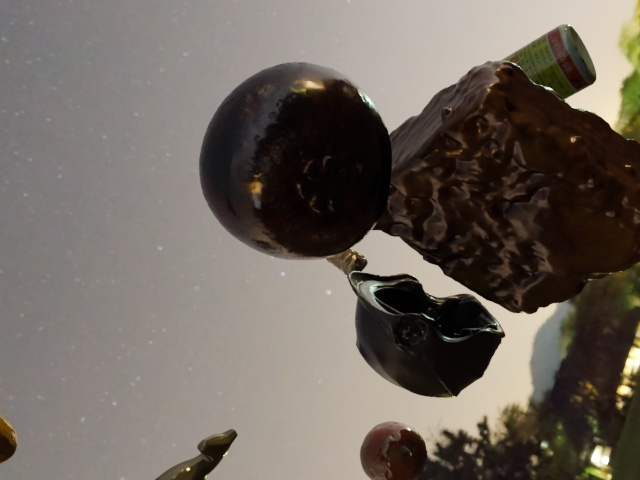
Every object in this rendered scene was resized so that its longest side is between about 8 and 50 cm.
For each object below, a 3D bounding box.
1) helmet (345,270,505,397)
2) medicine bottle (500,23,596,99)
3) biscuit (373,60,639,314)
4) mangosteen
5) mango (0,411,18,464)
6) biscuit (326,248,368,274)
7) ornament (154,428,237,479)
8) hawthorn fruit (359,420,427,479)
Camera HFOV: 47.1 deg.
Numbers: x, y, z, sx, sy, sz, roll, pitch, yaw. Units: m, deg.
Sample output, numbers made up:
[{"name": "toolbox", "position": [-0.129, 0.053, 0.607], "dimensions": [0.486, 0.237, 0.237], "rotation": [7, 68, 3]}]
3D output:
[{"name": "helmet", "position": [0.171, 0.178, 1.337], "dimensions": [0.225, 0.305, 0.177], "rotation": [-67, -8, -72]}, {"name": "medicine bottle", "position": [0.444, -0.336, 1.529], "dimensions": [0.139, 0.225, 0.139], "rotation": [33, -138, -37]}, {"name": "biscuit", "position": [0.285, -0.071, 1.108], "dimensions": [0.342, 0.395, 0.166], "rotation": [-39, 28, 45]}, {"name": "mangosteen", "position": [-0.034, -0.100, 0.899], "dimensions": [0.261, 0.235, 0.235], "rotation": [-136, 57, -65]}, {"name": "mango", "position": [-0.431, 0.206, 0.839], "dimensions": [0.190, 0.098, 0.075], "rotation": [40, -127, -36]}, {"name": "biscuit", "position": [0.000, 0.000, 1.569], "dimensions": [0.061, 0.219, 0.055], "rotation": [-46, -16, -29]}, {"name": "ornament", "position": [-0.262, 0.469, 1.402], "dimensions": [0.245, 0.061, 0.230], "rotation": [-30, -32, -30]}, {"name": "hawthorn fruit", "position": [0.169, 0.447, 1.576], "dimensions": [0.149, 0.149, 0.189], "rotation": [-43, -11, -49]}]
